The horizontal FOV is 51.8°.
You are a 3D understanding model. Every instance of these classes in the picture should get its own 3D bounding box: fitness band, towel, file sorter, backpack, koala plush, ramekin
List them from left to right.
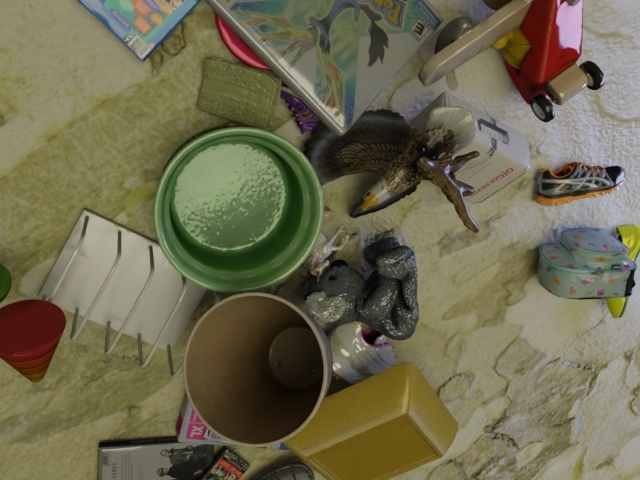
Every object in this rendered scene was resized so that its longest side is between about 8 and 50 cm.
[{"bbox_3d":[-0.348,0.105,1.205,0.278,0.173,0.193,28,98,-23],"label":"file sorter"},{"bbox_3d":[-0.158,-0.068,1.220,0.303,0.148,0.303,-5,109,-15],"label":"ramekin"},{"bbox_3d":[-0.147,-0.268,1.202,0.148,0.027,0.110,14,114,-3],"label":"towel"},{"bbox_3d":[-0.047,-0.401,1.203,0.291,0.054,0.209,13,106,-19],"label":"fitness band"},{"bbox_3d":[0.072,0.112,1.318,0.221,0.196,0.203,-7,97,-5],"label":"koala plush"},{"bbox_3d":[0.586,0.054,1.477,0.188,0.166,0.144,-9,116,-1],"label":"backpack"}]

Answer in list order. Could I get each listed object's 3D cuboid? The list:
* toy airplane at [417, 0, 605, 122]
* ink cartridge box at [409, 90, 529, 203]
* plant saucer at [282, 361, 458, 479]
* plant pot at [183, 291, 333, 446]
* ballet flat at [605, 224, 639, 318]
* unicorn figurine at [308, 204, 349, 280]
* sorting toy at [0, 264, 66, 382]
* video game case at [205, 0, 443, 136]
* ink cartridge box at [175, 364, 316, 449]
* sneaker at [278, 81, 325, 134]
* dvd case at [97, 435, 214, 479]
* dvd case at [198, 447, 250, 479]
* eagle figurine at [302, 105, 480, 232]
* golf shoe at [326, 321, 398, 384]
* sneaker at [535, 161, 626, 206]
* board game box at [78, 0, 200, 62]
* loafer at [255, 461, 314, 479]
[{"bbox_3d":[0.385,-0.433,1.202,0.386,0.272,0.384,-5,137,-38],"label":"toy airplane"},{"bbox_3d":[0.280,-0.177,1.308,0.218,0.158,0.092,24,55,-21],"label":"ink cartridge box"},{"bbox_3d":[0.110,0.426,1.401,0.333,0.081,0.333,-27,133,10],"label":"plant saucer"},{"bbox_3d":[-0.079,0.226,1.230,0.256,0.274,0.256,-1,85,14],"label":"plant pot"},{"bbox_3d":[0.707,0.070,1.578,0.077,0.077,0.231,12,101,2],"label":"ballet flat"},{"bbox_3d":[0.000,0.000,1.315,0.111,0.162,0.060,-36,153,-5],"label":"unicorn figurine"},{"bbox_3d":[-0.558,0.127,1.096,0.127,0.365,0.126,-37,144,-43],"label":"sorting toy"},{"bbox_3d":[0.016,-0.402,1.147,0.329,0.036,0.300,44,78,-17],"label":"video game case"},{"bbox_3d":[-0.135,0.350,1.411,0.311,0.065,0.186,10,104,-21],"label":"ink cartridge box"},{"bbox_3d":[-0.032,-0.242,1.250,0.170,0.068,0.071,33,107,-20],"label":"sneaker"},{"bbox_3d":[-0.351,0.505,1.410,0.239,0.029,0.179,2,107,-17],"label":"dvd case"},{"bbox_3d":[-0.219,0.520,1.440,0.119,0.013,0.087,-50,128,-12],"label":"dvd case"},{"bbox_3d":[0.130,-0.129,1.215,0.225,0.298,0.226,-12,106,-31],"label":"eagle figurine"},{"bbox_3d":[0.132,0.279,1.443,0.306,0.115,0.140,38,90,-25],"label":"golf shoe"},{"bbox_3d":[0.578,-0.138,1.460,0.215,0.084,0.083,-15,106,-11],"label":"sneaker"},{"bbox_3d":[-0.291,-0.435,1.116,0.210,0.047,0.160,-45,113,1],"label":"board game box"},{"bbox_3d":[-0.141,0.606,1.488,0.302,0.095,0.109,-41,84,-6],"label":"loafer"}]
